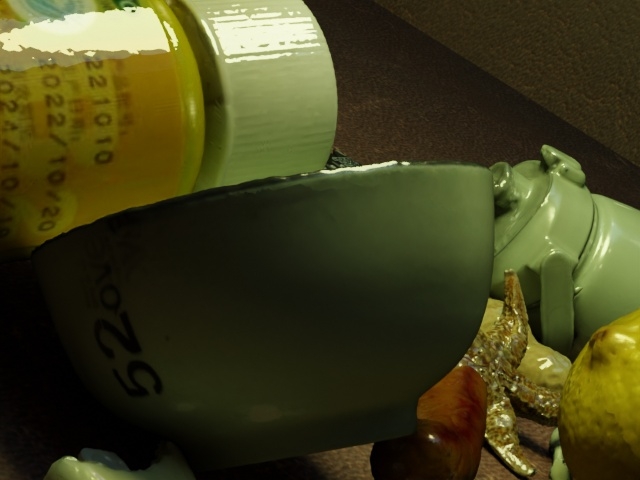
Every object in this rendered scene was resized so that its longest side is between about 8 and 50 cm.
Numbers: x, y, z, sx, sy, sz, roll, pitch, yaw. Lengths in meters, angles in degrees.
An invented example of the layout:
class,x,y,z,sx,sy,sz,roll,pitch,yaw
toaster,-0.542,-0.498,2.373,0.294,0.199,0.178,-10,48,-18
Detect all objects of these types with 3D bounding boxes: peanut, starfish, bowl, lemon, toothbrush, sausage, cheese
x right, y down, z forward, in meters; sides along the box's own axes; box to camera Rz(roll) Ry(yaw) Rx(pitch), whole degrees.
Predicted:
class,x,y,z,sx,sy,sz,roll,pitch,yaw
peanut,0.207,0.118,1.847,0.174,0.080,0.080,38,18,26
starfish,0.166,0.129,1.686,0.277,0.062,0.236,43,45,-2
bowl,-0.029,0.069,1.274,0.354,0.354,0.185,1,78,-60
lemon,0.356,0.185,1.582,0.284,0.260,0.260,44,18,7
toothbrush,0.236,0.239,1.635,0.028,0.026,0.294,45,15,-4
sausage,0.097,0.174,1.456,0.076,0.102,0.302,-8,8,12
cheese,-0.098,0.206,1.101,0.127,0.049,0.235,18,21,-44

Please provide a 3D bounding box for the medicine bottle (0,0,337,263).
class,x,y,z,sx,sy,sz,roll,pitch,yaw
medicine bottle,-0.192,-0.101,1.340,0.384,0.224,0.224,-9,38,-34

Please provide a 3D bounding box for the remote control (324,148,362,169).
class,x,y,z,sx,sy,sz,roll,pitch,yaw
remote control,-0.046,-0.062,1.968,0.144,0.062,0.399,36,18,20

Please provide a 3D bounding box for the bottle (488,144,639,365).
class,x,y,z,sx,sy,sz,roll,pitch,yaw
bottle,0.303,0.048,1.963,0.352,0.229,0.229,30,15,-24
